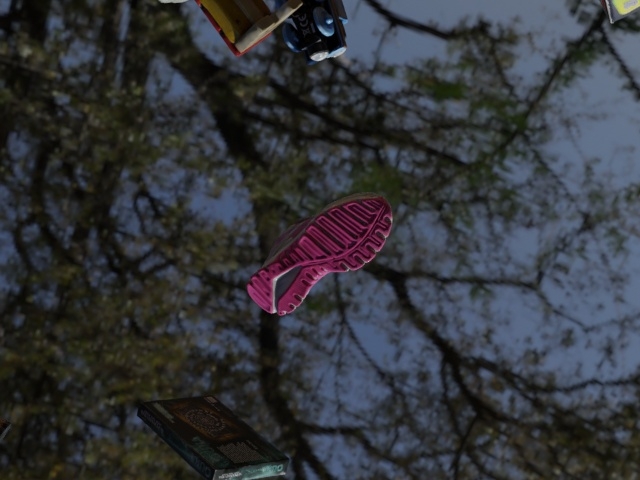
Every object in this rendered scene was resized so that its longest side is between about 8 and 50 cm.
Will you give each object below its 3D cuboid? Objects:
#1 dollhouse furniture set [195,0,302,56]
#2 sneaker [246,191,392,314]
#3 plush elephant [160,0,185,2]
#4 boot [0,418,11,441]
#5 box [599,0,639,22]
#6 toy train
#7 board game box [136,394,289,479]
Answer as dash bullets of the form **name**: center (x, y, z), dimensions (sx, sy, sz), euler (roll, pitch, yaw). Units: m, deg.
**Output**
- **dollhouse furniture set**: center (-0.150, -0.402, 1.305), dimensions (0.201, 0.152, 0.374), euler (-42, -79, -36)
- **sneaker**: center (0.000, 0.000, 1.666), dimensions (0.103, 0.252, 0.111), euler (48, -153, -18)
- **plush elephant**: center (-0.054, -0.317, 0.799), dimensions (0.330, 0.272, 0.255), euler (42, -143, -16)
- **boot**: center (-0.535, 0.281, 1.569), dimensions (0.137, 0.198, 0.077), euler (45, -167, -3)
- **box**: center (0.264, -0.234, 0.743), dimensions (0.036, 0.207, 0.114), euler (50, -160, -58)
- **toy train**: center (-0.012, -0.331, 1.571), dimensions (0.105, 0.080, 0.184), euler (-1, -109, -58)
- **board game box**: center (-0.146, 0.265, 1.533), dimensions (0.126, 0.026, 0.186), euler (1, -159, -42)
